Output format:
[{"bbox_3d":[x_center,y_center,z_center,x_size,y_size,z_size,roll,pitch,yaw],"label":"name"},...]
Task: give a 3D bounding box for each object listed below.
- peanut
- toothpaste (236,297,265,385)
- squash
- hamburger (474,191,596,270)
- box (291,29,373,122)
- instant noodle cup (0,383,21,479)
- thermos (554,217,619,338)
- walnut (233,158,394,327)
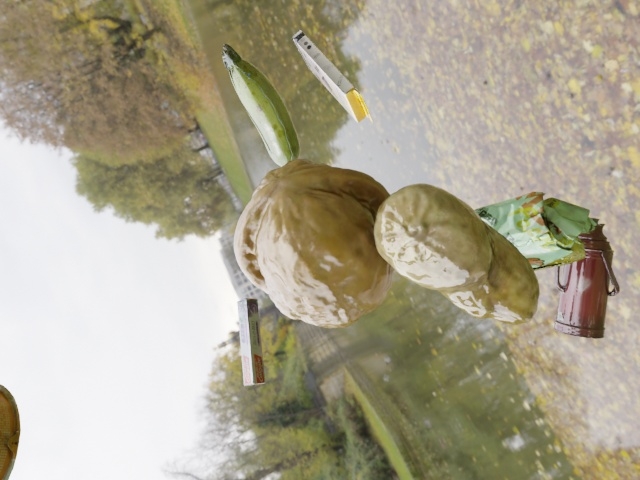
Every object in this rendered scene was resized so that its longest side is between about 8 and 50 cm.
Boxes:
[{"bbox_3d":[0.182,0.025,0.752,0.253,0.122,0.137,33,-165,-24],"label":"peanut"},{"bbox_3d":[-0.158,0.233,1.337,0.047,0.040,0.196,8,-110,-46],"label":"toothpaste"},{"bbox_3d":[-0.136,-0.331,1.420,0.341,0.094,0.094,61,177,-24],"label":"squash"},{"bbox_3d":[0.378,-0.005,1.024,0.235,0.214,0.125,21,-106,-43],"label":"hamburger"},{"bbox_3d":[0.027,-0.372,1.338,0.247,0.033,0.129,53,-178,26],"label":"box"},{"bbox_3d":[-0.571,0.293,0.819,0.172,0.216,0.215,44,-166,-56],"label":"instant noodle cup"},{"bbox_3d":[0.521,0.070,1.145,0.099,0.124,0.232,-139,53,-81],"label":"thermos"},{"bbox_3d":[0.000,0.000,0.842,0.224,0.257,0.257,-110,0,-48],"label":"walnut"}]
